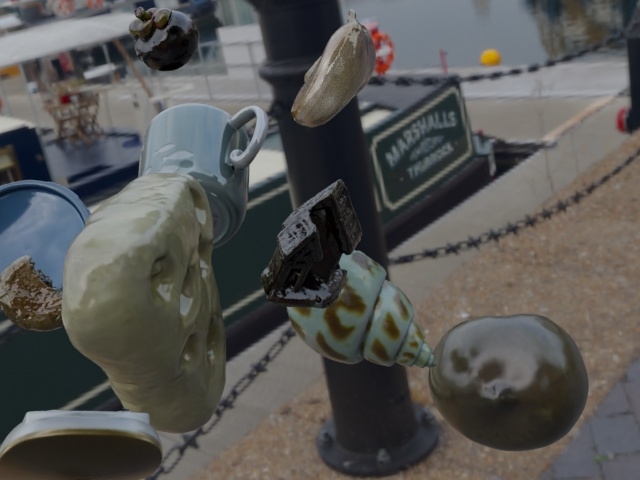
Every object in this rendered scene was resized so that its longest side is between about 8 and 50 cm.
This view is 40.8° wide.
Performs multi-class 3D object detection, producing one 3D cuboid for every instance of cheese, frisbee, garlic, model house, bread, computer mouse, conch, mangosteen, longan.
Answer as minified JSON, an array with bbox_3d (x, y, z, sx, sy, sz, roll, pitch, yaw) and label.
[{"bbox_3d":[-0.210,0.104,1.038,0.130,0.351,0.328,-1,9,7],"label":"cheese"},{"bbox_3d":[-0.596,0.012,1.737,0.289,0.049,0.289,1,65,-2],"label":"frisbee"},{"bbox_3d":[0.034,-0.310,1.624,0.110,0.228,0.217,30,44,-7],"label":"garlic"},{"bbox_3d":[-0.001,0.003,1.124,0.106,0.152,0.165,23,22,2],"label":"model house"},{"bbox_3d":[-0.400,0.082,1.196,0.082,0.113,0.060,-43,0,-19],"label":"bread"},{"bbox_3d":[-0.169,0.147,0.589,0.102,0.045,0.199,6,-19,-21],"label":"computer mouse"},{"bbox_3d":[0.072,0.145,1.778,0.368,0.249,0.197,13,47,-12],"label":"conch"},{"bbox_3d":[-0.325,-0.419,1.757,0.137,0.151,0.137,-22,46,25],"label":"mangosteen"},{"bbox_3d":[0.434,0.324,1.999,0.361,0.361,0.361,-10,21,4],"label":"longan"}]

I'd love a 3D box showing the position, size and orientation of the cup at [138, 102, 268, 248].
[{"bbox_3d":[-0.253,-0.159,1.960,0.357,0.259,0.274,-34,36,25],"label":"cup"}]
